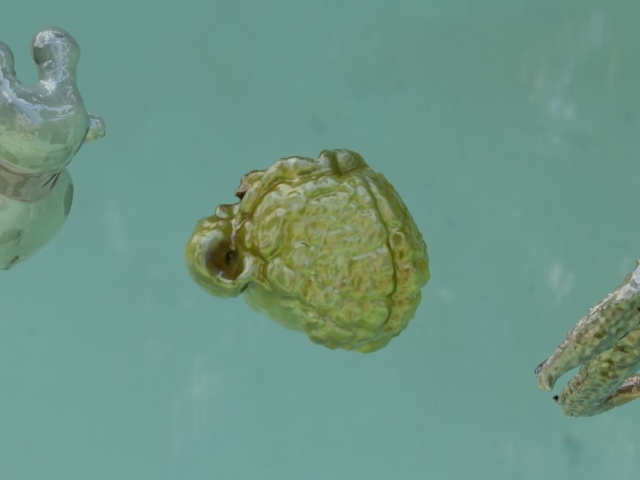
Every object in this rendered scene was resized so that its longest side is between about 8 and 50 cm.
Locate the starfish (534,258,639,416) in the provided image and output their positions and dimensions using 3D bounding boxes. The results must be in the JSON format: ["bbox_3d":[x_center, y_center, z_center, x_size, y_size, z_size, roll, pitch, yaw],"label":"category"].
[{"bbox_3d":[0.349,-0.009,1.358,0.082,0.432,0.324,35,4,21],"label":"starfish"}]

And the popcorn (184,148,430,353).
[{"bbox_3d":[0.000,0.000,1.776,0.286,0.225,0.174,25,2,-6],"label":"popcorn"}]

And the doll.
[{"bbox_3d":[-0.278,-0.055,1.327,0.155,0.275,0.113,-11,48,-40],"label":"doll"}]
